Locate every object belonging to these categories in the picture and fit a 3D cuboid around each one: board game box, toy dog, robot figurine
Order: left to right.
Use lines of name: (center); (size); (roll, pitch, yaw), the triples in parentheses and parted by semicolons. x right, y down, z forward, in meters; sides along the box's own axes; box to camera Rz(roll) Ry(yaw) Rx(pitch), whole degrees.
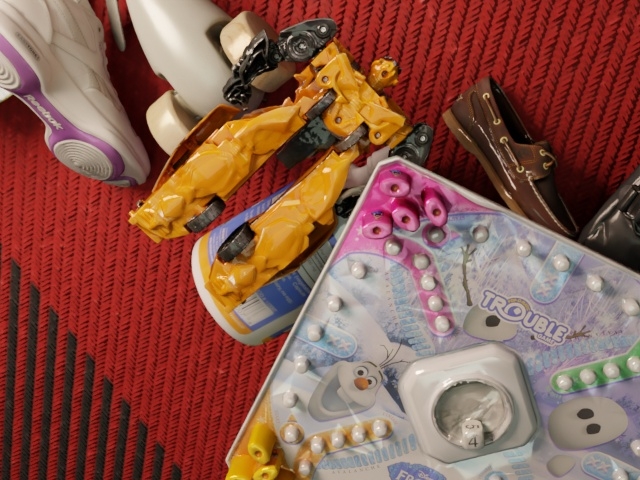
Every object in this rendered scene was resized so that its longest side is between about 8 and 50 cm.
toy dog: (-0.147, -0.249, 0.832); (0.220, 0.161, 0.333); (-15, 92, 17)
robot figurine: (-0.036, -0.075, 0.744); (0.291, 0.085, 0.211); (-41, 104, 12)
board game box: (0.149, 0.170, 0.750); (0.390, 0.050, 0.390); (26, 109, -3)

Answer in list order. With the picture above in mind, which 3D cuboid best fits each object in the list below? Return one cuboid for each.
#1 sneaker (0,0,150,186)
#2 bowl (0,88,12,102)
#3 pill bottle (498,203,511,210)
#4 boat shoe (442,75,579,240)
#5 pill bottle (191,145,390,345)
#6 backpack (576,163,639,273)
sneaker: (-0.264, -0.179, 0.846); (0.114, 0.152, 0.305); (6, 148, 24)
bowl: (-0.443, -0.292, 0.819); (0.156, 0.290, 0.289); (37, 120, 42)
pill bottle: (0.217, 0.075, 0.874); (0.123, 0.122, 0.219); (-28, 116, 18)
boat shoe: (0.214, -0.085, 0.813); (0.073, 0.073, 0.207); (-41, 72, 25)
pill bottle: (0.000, 0.000, 0.875); (0.272, 0.152, 0.152); (-29, 103, 17)
backpack: (0.491, 0.006, 0.761); (0.355, 0.273, 0.290); (41, 114, 15)
